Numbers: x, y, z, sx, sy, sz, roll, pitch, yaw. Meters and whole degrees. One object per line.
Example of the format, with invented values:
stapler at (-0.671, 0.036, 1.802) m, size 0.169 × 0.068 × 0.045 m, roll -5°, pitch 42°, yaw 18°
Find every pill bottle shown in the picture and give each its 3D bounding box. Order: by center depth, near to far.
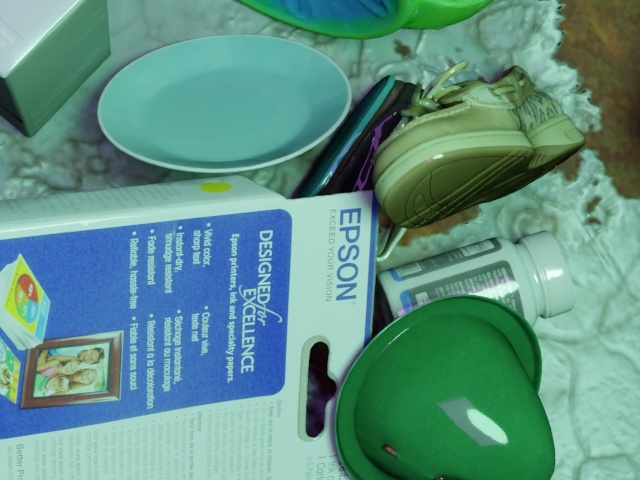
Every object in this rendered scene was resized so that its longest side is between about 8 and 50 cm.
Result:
pill bottle at (0.117, 0.042, 1.174) m, size 0.137 × 0.078 × 0.078 m, roll -16°, pitch 87°, yaw -5°

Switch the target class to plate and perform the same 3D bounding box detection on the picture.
plate at (-0.070, -0.097, 1.145) m, size 0.188 × 0.188 × 0.024 m, roll -6°, pitch 128°, yaw -5°

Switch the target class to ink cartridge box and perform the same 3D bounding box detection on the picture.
ink cartridge box at (-0.118, 0.108, 1.081) m, size 0.307 × 0.072 × 0.303 m, roll -7°, pitch 115°, yaw -23°

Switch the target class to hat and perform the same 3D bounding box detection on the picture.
hat at (0.136, 0.159, 1.076) m, size 0.208 × 0.183 × 0.173 m, roll 31°, pitch 97°, yaw -38°

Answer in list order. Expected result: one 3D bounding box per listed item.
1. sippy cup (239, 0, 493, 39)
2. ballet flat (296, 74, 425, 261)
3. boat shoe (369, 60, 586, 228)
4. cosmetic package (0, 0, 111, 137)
sippy cup at (0.010, -0.303, 1.134) m, size 0.305 × 0.240 × 0.224 m, roll 42°, pitch 69°, yaw -39°
ballet flat at (0.000, 0.000, 1.165) m, size 0.096 × 0.095 × 0.280 m, roll 44°, pitch 84°, yaw -11°
boat shoe at (0.101, -0.075, 1.100) m, size 0.104 × 0.285 × 0.089 m, roll -33°, pitch 81°, yaw 23°
cosmetic package at (-0.223, -0.163, 1.086) m, size 0.127 × 0.238 × 0.107 m, roll 43°, pitch 84°, yaw 1°
